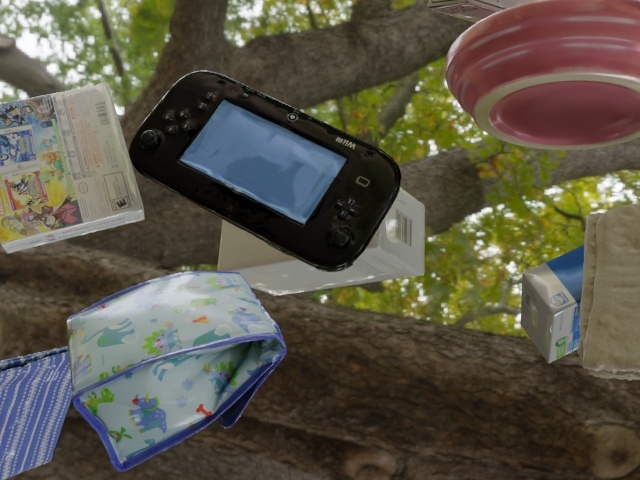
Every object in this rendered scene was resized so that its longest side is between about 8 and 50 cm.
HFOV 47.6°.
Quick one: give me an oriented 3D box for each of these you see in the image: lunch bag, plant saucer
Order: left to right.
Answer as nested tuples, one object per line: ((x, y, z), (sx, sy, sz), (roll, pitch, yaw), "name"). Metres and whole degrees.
((-0.112, 0.087, 0.572), (0.129, 0.151, 0.096), (45, -19, 59), "lunch bag")
((0.333, -0.204, 0.975), (0.332, 0.332, 0.084), (-14, -115, 54), "plant saucer")

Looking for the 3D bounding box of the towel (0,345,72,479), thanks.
((-0.495, 0.288, 1.095), (0.040, 0.336, 0.243), (27, -77, 20), "towel")

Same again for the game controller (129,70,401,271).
((-0.067, -0.090, 0.866), (0.319, 0.067, 0.167), (27, -102, 13), "game controller")

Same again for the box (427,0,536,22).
((0.308, -0.408, 1.105), (0.087, 0.289, 0.169), (18, -78, 56), "box")

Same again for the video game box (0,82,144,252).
((-0.357, -0.102, 0.991), (0.048, 0.187, 0.205), (120, -47, -66), "video game box")

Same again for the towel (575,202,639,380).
((0.399, 0.052, 0.707), (0.282, 0.049, 0.187), (0, -112, 30), "towel")

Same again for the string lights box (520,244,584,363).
((0.400, 0.051, 0.968), (0.133, 0.259, 0.077), (71, -7, -51), "string lights box")

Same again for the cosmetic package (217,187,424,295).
((0.000, 0.000, 1.421), (0.365, 0.197, 0.155), (-9, -112, 31), "cosmetic package")
